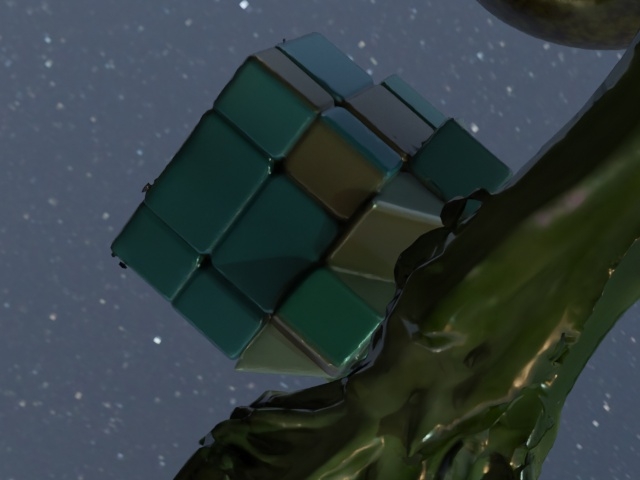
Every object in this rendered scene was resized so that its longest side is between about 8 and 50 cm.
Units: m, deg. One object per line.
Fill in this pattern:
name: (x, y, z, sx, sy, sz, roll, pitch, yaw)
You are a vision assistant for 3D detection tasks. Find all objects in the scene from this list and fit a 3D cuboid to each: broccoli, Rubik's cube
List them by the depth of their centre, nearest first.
broccoli: (0.071, 0.038, 0.443, 0.165, 0.145, 0.304, 37, -71, 13)
Rubik's cube: (0.000, 0.000, 0.836, 0.213, 0.224, 0.265, 42, -64, 3)

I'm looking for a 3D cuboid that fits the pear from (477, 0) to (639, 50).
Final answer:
pear: (0.208, -0.272, 0.823, 0.283, 0.283, 0.283, -15, -122, 25)
